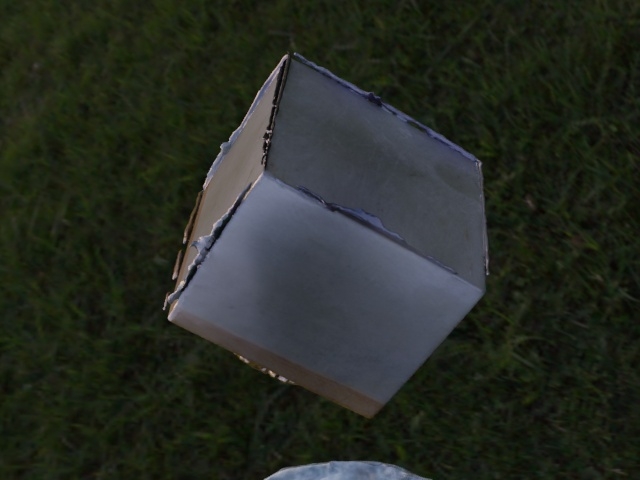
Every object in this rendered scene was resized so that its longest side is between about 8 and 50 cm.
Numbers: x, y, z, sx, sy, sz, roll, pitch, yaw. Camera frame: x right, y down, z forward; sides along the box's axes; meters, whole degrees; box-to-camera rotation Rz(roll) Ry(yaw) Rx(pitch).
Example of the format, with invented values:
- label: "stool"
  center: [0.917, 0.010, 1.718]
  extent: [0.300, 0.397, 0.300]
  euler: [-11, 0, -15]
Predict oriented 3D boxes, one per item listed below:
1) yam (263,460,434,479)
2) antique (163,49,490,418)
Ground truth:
- label: "yam"
  center: [0.057, 0.281, 0.628]
  extent: [0.240, 0.348, 0.241]
  euler: [-13, 47, 14]
- label: "antique"
  center: [0.000, 0.000, 0.698]
  extent: [0.148, 0.151, 0.147]
  euler: [-54, 15, 33]
